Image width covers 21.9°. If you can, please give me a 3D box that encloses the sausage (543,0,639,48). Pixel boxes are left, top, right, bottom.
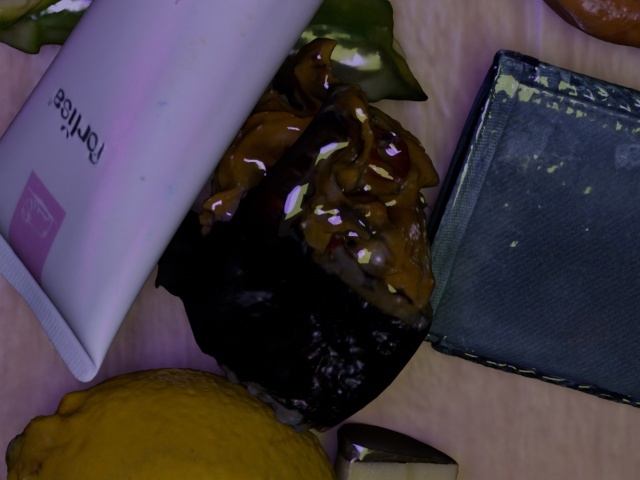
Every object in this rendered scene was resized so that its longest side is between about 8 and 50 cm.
[{"bbox_3d":[0.279,-0.169,1.229,0.271,0.109,0.108,20,95,-12],"label":"sausage"}]

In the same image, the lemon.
[{"bbox_3d":[-0.100,0.190,1.176,0.260,0.204,0.204,22,95,-17],"label":"lemon"}]

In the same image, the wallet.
[{"bbox_3d":[0.247,0.008,1.269,0.342,0.075,0.237,15,102,-13],"label":"wallet"}]

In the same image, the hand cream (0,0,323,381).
[{"bbox_3d":[-0.122,-0.091,1.102,0.185,0.118,0.358,48,117,23],"label":"hand cream"}]

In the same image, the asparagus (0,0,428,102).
[{"bbox_3d":[-0.083,-0.156,1.188,0.343,0.082,0.085,10,133,-10],"label":"asparagus"}]

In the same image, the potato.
[{"bbox_3d":[0.042,0.200,1.267,0.096,0.066,0.103,15,96,-22],"label":"potato"}]

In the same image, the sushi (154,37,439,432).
[{"bbox_3d":[-0.003,-0.005,1.139,0.204,0.200,0.213,-42,139,14],"label":"sushi"}]
